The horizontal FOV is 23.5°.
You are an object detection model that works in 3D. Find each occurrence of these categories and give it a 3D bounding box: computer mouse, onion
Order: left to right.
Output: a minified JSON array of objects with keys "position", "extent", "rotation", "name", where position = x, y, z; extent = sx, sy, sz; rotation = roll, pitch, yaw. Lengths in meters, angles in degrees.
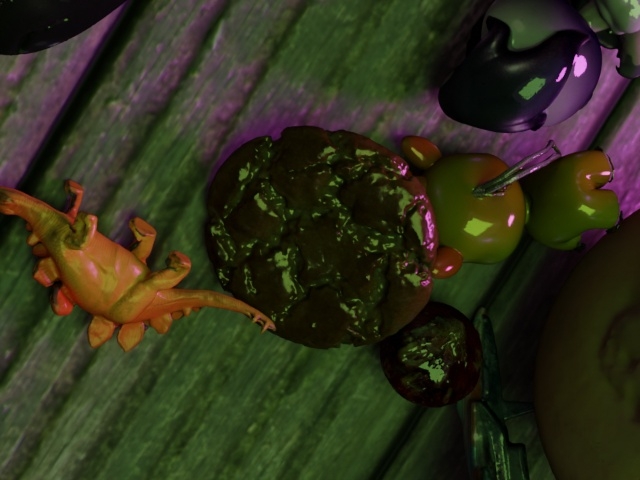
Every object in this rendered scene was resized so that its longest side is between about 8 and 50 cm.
[{"position":[-0.209,-0.236,1.263],"extent":[0.217,0.073,0.122],"rotation":[-40,118,-8],"name":"computer mouse"},{"position":[0.107,0.113,1.510],"extent":[0.107,0.097,0.107],"rotation":[7,75,-26],"name":"onion"}]

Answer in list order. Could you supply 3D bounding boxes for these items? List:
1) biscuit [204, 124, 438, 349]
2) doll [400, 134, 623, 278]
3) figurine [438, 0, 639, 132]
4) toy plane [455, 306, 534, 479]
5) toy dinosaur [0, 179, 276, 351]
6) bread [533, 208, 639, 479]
[{"position":[0.000,0.000,1.393],"extent":[0.226,0.042,0.225],"rotation":[4,111,11],"name":"biscuit"},{"position":[0.165,-0.032,1.462],"extent":[0.221,0.135,0.142],"rotation":[1,72,-25],"name":"doll"},{"position":[0.214,-0.172,1.428],"extent":[0.222,0.145,0.145],"rotation":[-34,117,-14],"name":"figurine"},{"position":[0.177,0.232,1.549],"extent":[0.104,0.223,0.326],"rotation":[5,87,11],"name":"toy plane"},{"position":[-0.181,0.041,1.372],"extent":[0.288,0.070,0.117],"rotation":[32,105,-23],"name":"toy dinosaur"},{"position":[0.387,0.170,1.535],"extent":[0.376,0.253,0.348],"rotation":[26,64,-37],"name":"bread"}]
